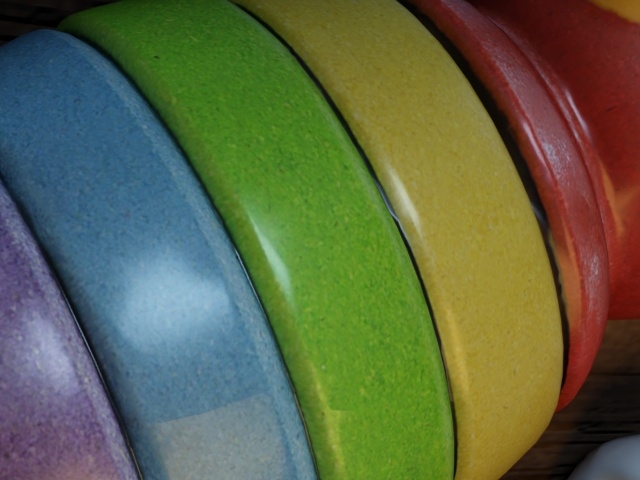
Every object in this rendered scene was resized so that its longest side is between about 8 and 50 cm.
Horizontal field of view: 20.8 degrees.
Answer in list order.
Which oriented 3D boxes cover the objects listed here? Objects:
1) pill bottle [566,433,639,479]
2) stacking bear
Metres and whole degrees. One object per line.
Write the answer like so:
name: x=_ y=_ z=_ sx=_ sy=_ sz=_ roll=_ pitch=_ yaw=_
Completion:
pill bottle: x=0.256 y=0.135 z=0.702 sx=0.301 sy=0.169 sz=0.169 roll=-9 pitch=137 yaw=-22
stacking bear: x=0.000 y=0.000 z=0.423 sx=0.289 sy=0.175 sz=0.164 roll=-23 pitch=139 yaw=-19
